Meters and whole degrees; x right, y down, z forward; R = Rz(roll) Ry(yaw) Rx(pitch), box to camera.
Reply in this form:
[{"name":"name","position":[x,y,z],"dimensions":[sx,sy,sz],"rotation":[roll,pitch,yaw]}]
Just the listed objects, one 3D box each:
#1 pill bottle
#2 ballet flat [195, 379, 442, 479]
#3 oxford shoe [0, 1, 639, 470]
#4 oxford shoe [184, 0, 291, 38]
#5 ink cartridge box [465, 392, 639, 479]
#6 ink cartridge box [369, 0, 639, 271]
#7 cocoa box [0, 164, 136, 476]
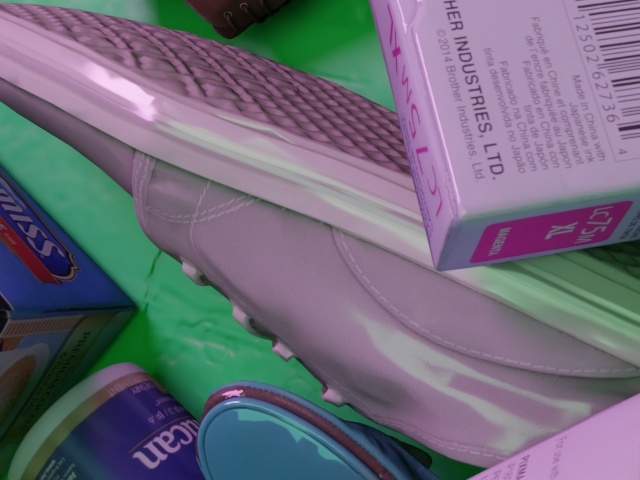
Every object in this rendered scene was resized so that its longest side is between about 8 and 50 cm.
[{"name":"pill bottle","position":[-0.069,0.149,0.636],"dimensions":[0.169,0.094,0.094],"rotation":[41,102,17]},{"name":"ballet flat","position":[0.048,0.147,0.590],"dimensions":[0.247,0.087,0.083],"rotation":[40,114,5]},{"name":"oxford shoe","position":[0.000,0.000,0.589],"dimensions":[0.449,0.169,0.130],"rotation":[27,111,18]},{"name":"oxford shoe","position":[-0.021,-0.153,0.650],"dimensions":[0.227,0.083,0.096],"rotation":[5,108,22]},{"name":"ink cartridge box","position":[0.057,0.232,0.488],"dimensions":[0.306,0.131,0.226],"rotation":[-33,98,26]},{"name":"ink cartridge box","position":[0.177,-0.103,0.505],"dimensions":[0.311,0.065,0.186],"rotation":[-10,67,-5]},{"name":"cocoa box","position":[-0.318,0.086,0.662],"dimensions":[0.231,0.228,0.347],"rotation":[44,103,17]}]
